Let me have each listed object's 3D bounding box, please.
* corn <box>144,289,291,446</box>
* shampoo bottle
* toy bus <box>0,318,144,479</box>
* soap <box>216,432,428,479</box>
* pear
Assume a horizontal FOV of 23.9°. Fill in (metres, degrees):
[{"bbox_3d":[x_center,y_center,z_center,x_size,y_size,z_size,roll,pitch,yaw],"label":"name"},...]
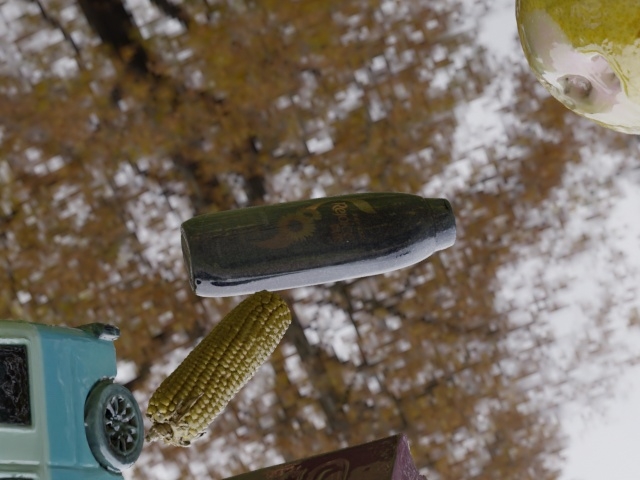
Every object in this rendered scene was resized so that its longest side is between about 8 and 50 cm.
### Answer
[{"bbox_3d":[-0.042,0.054,0.624,0.027,0.028,0.083,20,-126,38],"label":"corn"},{"bbox_3d":[0.000,0.000,1.301,0.233,0.049,0.087,-8,-134,-12],"label":"shampoo bottle"},{"bbox_3d":[-0.182,0.178,0.786,0.133,0.271,0.165,-13,165,24],"label":"toy bus"},{"bbox_3d":[-0.024,0.220,1.133,0.203,0.065,0.122,-17,-157,18],"label":"soap"},{"bbox_3d":[0.223,-0.155,1.069,0.178,0.178,0.178,-19,-156,9],"label":"pear"}]
